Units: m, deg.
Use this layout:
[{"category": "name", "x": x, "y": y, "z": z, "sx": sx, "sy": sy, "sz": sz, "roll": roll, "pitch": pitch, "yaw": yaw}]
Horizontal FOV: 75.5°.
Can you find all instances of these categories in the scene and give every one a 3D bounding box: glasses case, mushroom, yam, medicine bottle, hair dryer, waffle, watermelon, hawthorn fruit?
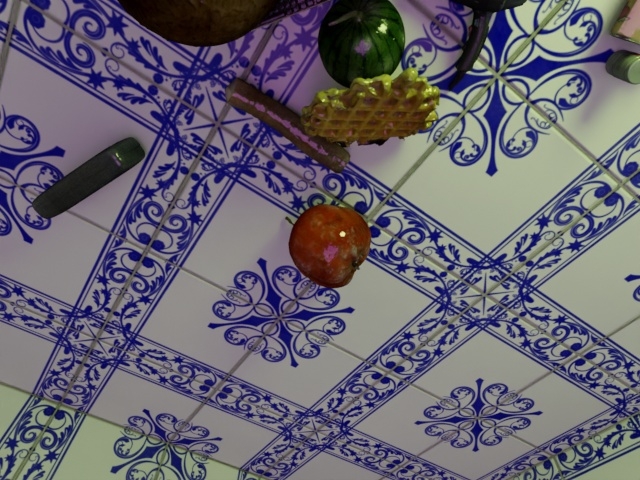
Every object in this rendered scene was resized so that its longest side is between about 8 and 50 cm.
[{"category": "glasses case", "x": -0.616, "y": -0.165, "z": 1.103, "sx": 0.323, "sy": 0.131, "sz": 0.074, "roll": -26, "pitch": 114, "yaw": 18}, {"category": "mushroom", "x": -0.199, "y": -0.523, "z": 0.714, "sx": 0.331, "sy": 0.334, "sz": 0.356, "roll": 55, "pitch": 150, "yaw": 4}, {"category": "yam", "x": -0.077, "y": -0.284, "z": 1.041, "sx": 0.356, "sy": 0.081, "sz": 0.081, "roll": 29, "pitch": 120, "yaw": -17}, {"category": "medicine bottle", "x": 0.699, "y": -0.393, "z": 0.937, "sx": 0.058, "sy": 0.091, "sz": 0.058, "roll": 1, "pitch": 124, "yaw": 1}, {"category": "hair dryer", "x": 0.308, "y": -0.459, "z": 0.916, "sx": 0.235, "sy": 0.091, "sz": 0.272, "roll": 9, "pitch": 128, "yaw": 7}, {"category": "waffle", "x": 0.116, "y": -0.286, "z": 0.946, "sx": 0.311, "sy": 0.307, "sz": 0.060, "roll": -8, "pitch": 79, "yaw": 19}, {"category": "watermelon", "x": 0.085, "y": -0.420, "z": 0.864, "sx": 0.187, "sy": 0.215, "sz": 0.188, "roll": -1, "pitch": 80, "yaw": 7}, {"category": "hawthorn fruit", "x": 0.000, "y": 0.000, "z": 1.168, "sx": 0.271, "sy": 0.242, "sz": 0.242, "roll": 30, "pitch": 125, "yaw": 18}]

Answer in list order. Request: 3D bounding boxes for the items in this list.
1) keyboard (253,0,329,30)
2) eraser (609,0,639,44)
[{"category": "keyboard", "x": -0.075, "y": -0.543, "z": 0.897, "sx": 0.316, "sy": 0.027, "sz": 0.106, "roll": -16, "pitch": 123, "yaw": 12}, {"category": "eraser", "x": 0.744, "y": -0.548, "z": 0.834, "sx": 0.171, "sy": 0.087, "sz": 0.291, "roll": 12, "pitch": 124, "yaw": -8}]
